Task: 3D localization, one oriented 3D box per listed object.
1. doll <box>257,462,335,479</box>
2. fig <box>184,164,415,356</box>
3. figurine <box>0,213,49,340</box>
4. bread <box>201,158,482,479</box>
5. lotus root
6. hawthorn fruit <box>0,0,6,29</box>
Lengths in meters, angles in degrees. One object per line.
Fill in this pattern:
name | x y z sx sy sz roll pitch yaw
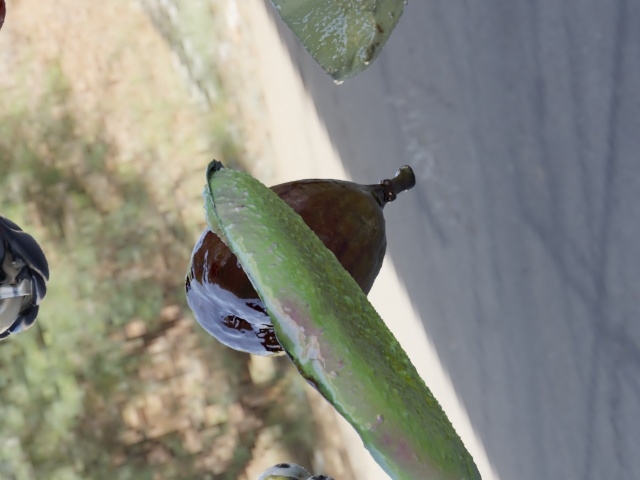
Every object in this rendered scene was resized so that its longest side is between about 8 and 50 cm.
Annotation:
doll | -0.060 0.270 1.608 0.117 0.291 0.086 9 103 33
fig | 0.001 0.002 1.611 0.145 0.274 0.170 45 146 16
figurine | -0.404 0.048 1.959 0.265 0.175 0.197 64 -177 -80
bread | 0.018 0.065 1.158 0.301 0.045 0.301 53 -175 -6
lotus root | 0.025 -0.252 1.809 0.143 0.144 0.070 42 -162 -12
hawthorn fruit | -0.331 -0.216 1.592 0.093 0.093 0.093 164 90 -81
